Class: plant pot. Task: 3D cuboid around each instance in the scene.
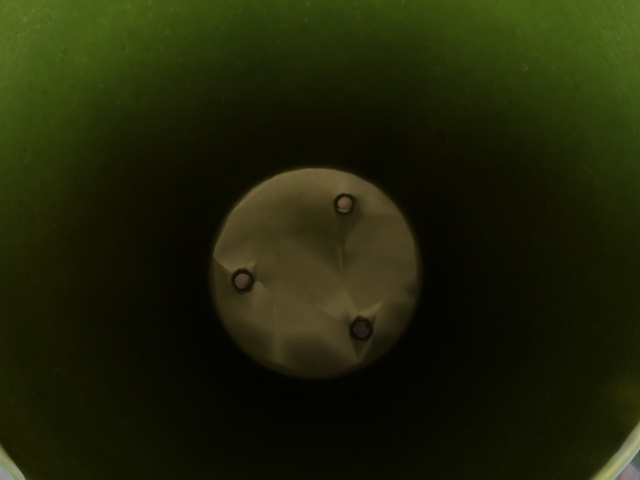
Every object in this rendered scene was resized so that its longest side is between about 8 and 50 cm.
[{"bbox_3d":[0.000,0.000,0.479,0.274,0.293,0.275,0,83,1],"label":"plant pot"}]

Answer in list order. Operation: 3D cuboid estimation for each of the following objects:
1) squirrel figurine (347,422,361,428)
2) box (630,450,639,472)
[{"bbox_3d":[0.074,0.292,0.594,0.396,0.281,0.371,11,88,-20],"label":"squirrel figurine"},{"bbox_3d":[0.201,0.040,0.503,0.121,0.311,0.148,24,97,-7],"label":"box"}]
